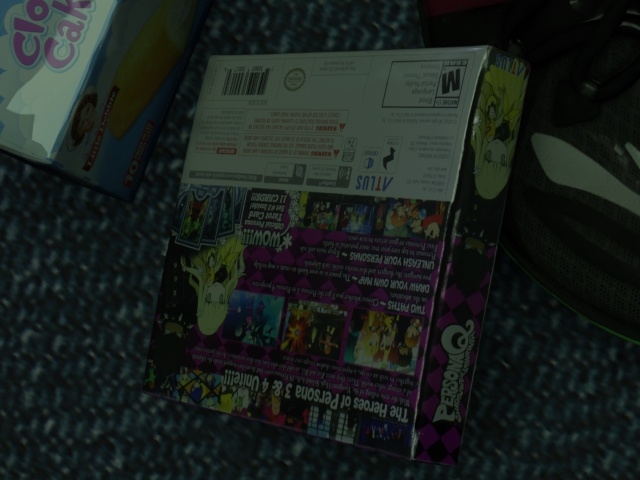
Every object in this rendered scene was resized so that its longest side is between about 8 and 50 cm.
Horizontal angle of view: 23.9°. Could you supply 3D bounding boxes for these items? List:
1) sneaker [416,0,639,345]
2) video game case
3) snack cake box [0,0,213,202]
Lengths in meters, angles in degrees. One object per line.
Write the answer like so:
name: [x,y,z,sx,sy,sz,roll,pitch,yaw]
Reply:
sneaker: [0.121,-0.160,0.812,0.185,0.202,0.483,-24,81,6]
video game case: [0.000,0.000,0.827,0.232,0.042,0.210,5,82,48]
snack cake box: [-0.119,-0.167,0.873,0.089,0.152,0.264,21,88,10]
